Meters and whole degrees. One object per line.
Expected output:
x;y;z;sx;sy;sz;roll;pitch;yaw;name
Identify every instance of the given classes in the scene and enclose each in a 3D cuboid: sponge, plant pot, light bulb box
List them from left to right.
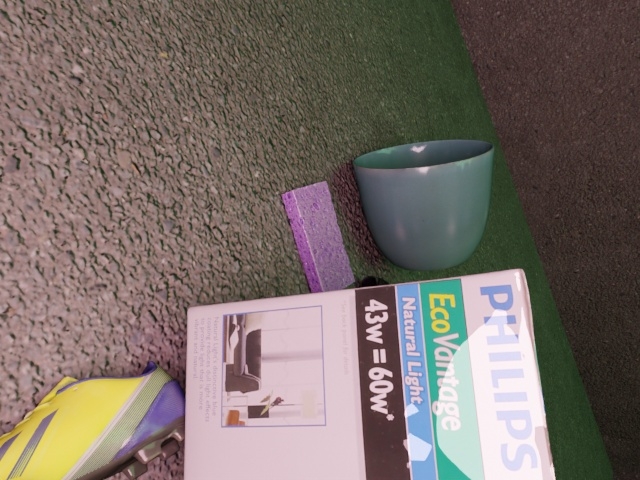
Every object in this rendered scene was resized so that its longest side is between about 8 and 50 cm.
0.000;0.000;0.951;0.117;0.031;0.210;-23;98;-55;sponge
0.080;0.191;0.637;0.358;0.360;0.226;33;52;-66;light bulb box
0.228;-0.074;1.096;0.293;0.292;0.235;-37;123;-53;plant pot

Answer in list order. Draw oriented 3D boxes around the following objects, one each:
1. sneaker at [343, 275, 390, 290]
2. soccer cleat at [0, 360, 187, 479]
0.143;0.127;1.053;0.283;0.107;0.124;-7;78;-56;sneaker
-0.259;0.198;0.487;0.289;0.093;0.121;-9;56;-51;soccer cleat
